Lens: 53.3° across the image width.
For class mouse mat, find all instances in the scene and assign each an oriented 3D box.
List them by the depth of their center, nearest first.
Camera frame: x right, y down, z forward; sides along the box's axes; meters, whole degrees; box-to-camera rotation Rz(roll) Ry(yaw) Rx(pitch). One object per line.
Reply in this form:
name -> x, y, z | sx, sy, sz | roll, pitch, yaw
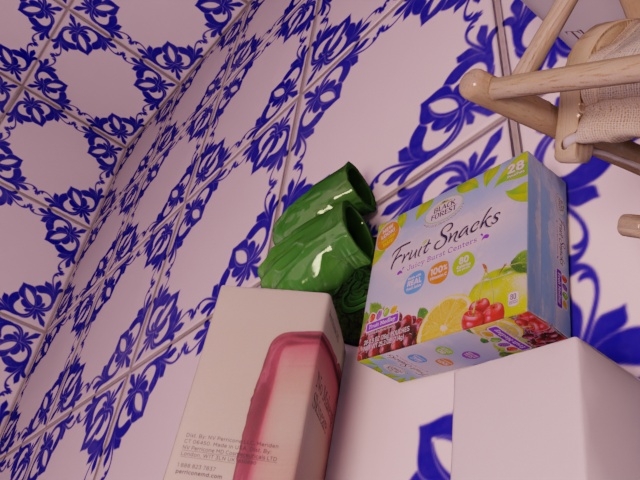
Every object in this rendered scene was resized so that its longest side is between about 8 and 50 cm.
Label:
mouse mat -> 0.033, 0.062, 0.852 | 0.190, 0.007, 0.152 | -2, 60, 58

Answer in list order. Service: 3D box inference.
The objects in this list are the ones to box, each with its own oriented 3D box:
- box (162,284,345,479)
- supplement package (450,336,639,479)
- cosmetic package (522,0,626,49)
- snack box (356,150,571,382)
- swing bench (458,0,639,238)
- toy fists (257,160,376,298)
box -> -0.057, 0.184, 0.676 | 0.127, 0.148, 0.232 | 3, 55, 13
supplement package -> 0.156, 0.172, 0.415 | 0.105, 0.105, 0.179 | -30, 38, 44
cosmetic package -> 0.278, -0.223, 0.426 | 0.097, 0.284, 0.377 | -59, 26, -2
snack box -> 0.138, 0.033, 0.632 | 0.207, 0.070, 0.174 | -26, 41, 45
swing bench -> 0.263, -0.073, 0.320 | 0.165, 0.255, 0.253 | -58, 26, -8
toy fists -> 0.000, 0.000, 0.832 | 0.142, 0.096, 0.279 | -32, 20, 18
